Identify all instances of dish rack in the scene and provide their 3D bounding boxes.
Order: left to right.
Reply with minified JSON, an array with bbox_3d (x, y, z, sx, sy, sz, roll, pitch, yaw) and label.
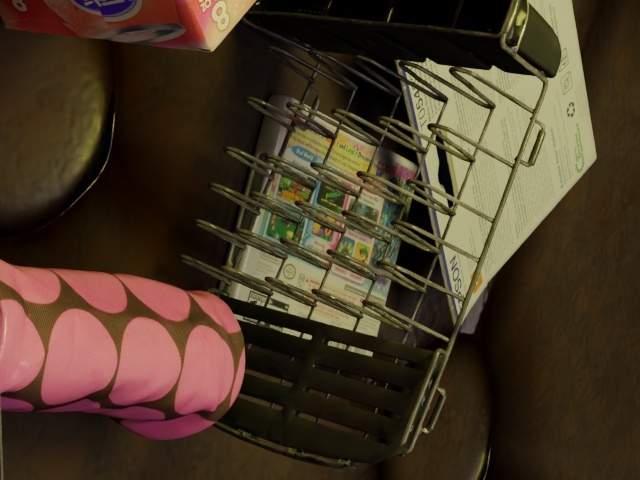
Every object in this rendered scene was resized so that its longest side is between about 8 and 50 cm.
[{"bbox_3d":[0.010,-0.017,1.069,0.074,0.208,0.271,28,79,-41],"label":"dish rack"}]

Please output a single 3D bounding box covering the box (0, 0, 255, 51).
[{"bbox_3d":[-0.053,-0.246,0.979,0.300,0.142,0.154,-54,137,-32],"label":"box"}]

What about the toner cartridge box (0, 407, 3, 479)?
[{"bbox_3d":[-0.221,0.060,0.818,0.165,0.075,0.347,-5,104,-24],"label":"toner cartridge box"}]

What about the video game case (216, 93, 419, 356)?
[{"bbox_3d":[0.000,0.000,1.221,0.157,0.019,0.143,24,78,-53],"label":"video game case"}]

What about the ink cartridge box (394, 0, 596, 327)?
[{"bbox_3d":[0.106,-0.092,1.317,0.224,0.045,0.223,-46,134,-42],"label":"ink cartridge box"}]

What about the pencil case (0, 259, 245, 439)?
[{"bbox_3d":[-0.131,0.057,0.992,0.209,0.098,0.095,15,41,-54],"label":"pencil case"}]
